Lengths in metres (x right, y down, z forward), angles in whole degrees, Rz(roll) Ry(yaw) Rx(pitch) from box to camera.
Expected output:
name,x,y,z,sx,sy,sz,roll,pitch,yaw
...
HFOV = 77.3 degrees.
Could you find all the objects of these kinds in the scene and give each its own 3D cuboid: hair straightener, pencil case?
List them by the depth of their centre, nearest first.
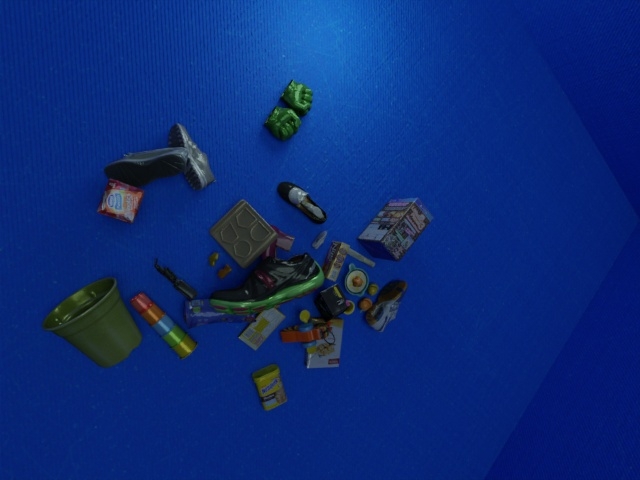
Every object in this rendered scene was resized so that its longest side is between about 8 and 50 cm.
name,x,y,z,sx,sy,sz,roll,pitch,yaw
hair straightener,-0.593,0.155,1.643,0.230,0.089,0.047,50,56,-15
pencil case,-0.426,0.303,1.706,0.306,0.133,0.119,-1,62,-24

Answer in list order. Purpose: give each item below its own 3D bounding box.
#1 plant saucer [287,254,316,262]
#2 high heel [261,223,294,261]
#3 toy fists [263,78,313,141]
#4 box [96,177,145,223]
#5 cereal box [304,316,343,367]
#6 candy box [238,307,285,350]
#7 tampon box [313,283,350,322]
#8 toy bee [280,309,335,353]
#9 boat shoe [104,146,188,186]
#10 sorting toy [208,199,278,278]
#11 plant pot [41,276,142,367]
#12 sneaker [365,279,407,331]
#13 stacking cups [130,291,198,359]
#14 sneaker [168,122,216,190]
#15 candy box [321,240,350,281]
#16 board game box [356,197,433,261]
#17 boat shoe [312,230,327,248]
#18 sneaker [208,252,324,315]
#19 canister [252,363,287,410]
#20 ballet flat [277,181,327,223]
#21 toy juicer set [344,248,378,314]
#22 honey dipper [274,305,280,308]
name,x,y,z,sx,sy,sz,roll,pitch,yaw
plant saucer,-0.096,0.164,1.886,0.198,0.036,0.199,-1,92,-23
high heel,-0.265,0.117,1.787,0.181,0.127,0.377,22,82,-6
toy fists,-0.128,-0.581,1.798,0.142,0.096,0.279,32,79,-23
box,-0.730,-0.140,1.472,0.122,0.257,0.128,21,84,-25
cereal box,0.017,0.496,1.949,0.173,0.047,0.240,4,91,-22
candy box,-0.265,0.389,1.814,0.105,0.027,0.206,44,86,-22
tampon box,0.053,0.294,1.873,0.101,0.161,0.120,-25,74,-21
toy bee,-0.027,0.430,1.835,0.162,0.298,0.195,-17,118,-55
boat shoe,-0.667,-0.292,1.546,0.320,0.103,0.118,-13,129,6
sorting toy,-0.364,0.006,1.728,0.307,0.041,0.229,-44,89,-1
plant pot,-0.810,0.319,1.482,0.276,0.276,0.254,-35,117,-18
sneaker,0.353,0.338,2.072,0.296,0.112,0.131,-46,126,-13
stacking cups,-0.636,0.339,1.632,0.096,0.096,0.316,-40,106,-17
sneaker,-0.530,-0.346,1.654,0.115,0.105,0.281,-33,104,-54
candy box,0.065,0.098,1.914,0.053,0.109,0.187,24,84,-23
board game box,0.363,-0.058,1.969,0.141,0.232,0.291,47,76,-20
boat shoe,0.000,0.000,1.925,0.100,0.035,0.035,-54,138,-16
sneaker,-0.226,0.176,1.653,0.482,0.185,0.202,-15,73,-23
canister,-0.230,0.675,1.839,0.126,0.073,0.170,-19,102,-21
ballet flat,-0.071,-0.178,1.845,0.280,0.096,0.095,37,79,-21
toy juicer set,0.210,0.205,1.995,0.209,0.089,0.329,7,90,-24
honey dipper,-0.158,0.282,1.874,0.160,0.030,0.030,-23,102,-25
